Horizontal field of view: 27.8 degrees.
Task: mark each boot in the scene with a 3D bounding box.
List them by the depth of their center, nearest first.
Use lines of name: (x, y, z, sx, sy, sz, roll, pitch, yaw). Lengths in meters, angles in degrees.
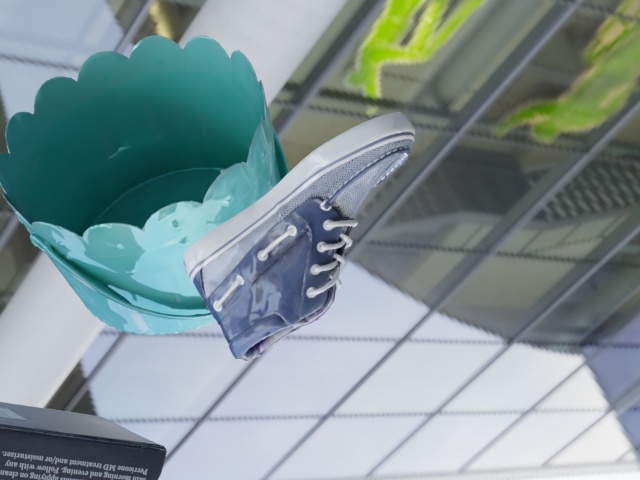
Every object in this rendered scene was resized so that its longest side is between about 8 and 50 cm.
boot: (0.000, 0.000, 0.860, 0.086, 0.190, 0.069, 61, -157, 16)

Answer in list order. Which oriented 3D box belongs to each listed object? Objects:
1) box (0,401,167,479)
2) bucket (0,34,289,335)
box: (-0.349, 0.296, 1.129, 0.343, 0.179, 0.312, 14, -94, -28)
bucket: (-0.163, -0.051, 1.300, 0.281, 0.183, 0.281, -9, -133, 9)
